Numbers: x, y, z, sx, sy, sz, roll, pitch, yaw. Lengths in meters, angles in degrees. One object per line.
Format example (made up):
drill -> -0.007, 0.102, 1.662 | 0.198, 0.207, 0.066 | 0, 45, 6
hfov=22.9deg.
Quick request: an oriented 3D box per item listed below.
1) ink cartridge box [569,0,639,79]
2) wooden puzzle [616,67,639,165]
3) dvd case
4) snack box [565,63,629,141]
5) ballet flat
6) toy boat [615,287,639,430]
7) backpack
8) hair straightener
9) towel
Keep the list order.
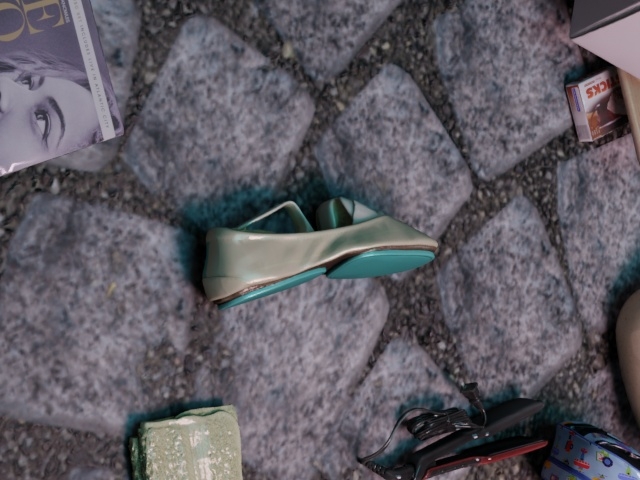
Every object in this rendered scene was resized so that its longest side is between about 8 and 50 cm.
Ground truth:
ink cartridge box -> 0.425, -0.260, 1.600 | 0.270, 0.197, 0.198 | 24, 65, -27
wooden puzzle -> 0.393, -0.191, 1.710 | 0.221, 0.044, 0.239 | -12, 84, -36
dvd case -> -0.262, -0.129, 1.208 | 0.221, 0.018, 0.165 | -23, 107, -37
snack box -> 0.333, -0.165, 1.704 | 0.178, 0.022, 0.064 | -27, 106, -36
ballet flat -> 0.000, 0.000, 1.403 | 0.248, 0.086, 0.086 | -11, 99, -38
toy boat -> 0.485, 0.141, 1.729 | 0.318, 0.148, 0.268 | -18, 86, -8
backpack -> 0.301, 0.266, 1.623 | 0.173, 0.158, 0.117 | 36, 88, -21
hair straightener -> 0.131, 0.181, 1.548 | 0.230, 0.047, 0.089 | -9, 98, -35
towel -> -0.109, 0.218, 1.351 | 0.110, 0.027, 0.148 | -10, 99, -39
